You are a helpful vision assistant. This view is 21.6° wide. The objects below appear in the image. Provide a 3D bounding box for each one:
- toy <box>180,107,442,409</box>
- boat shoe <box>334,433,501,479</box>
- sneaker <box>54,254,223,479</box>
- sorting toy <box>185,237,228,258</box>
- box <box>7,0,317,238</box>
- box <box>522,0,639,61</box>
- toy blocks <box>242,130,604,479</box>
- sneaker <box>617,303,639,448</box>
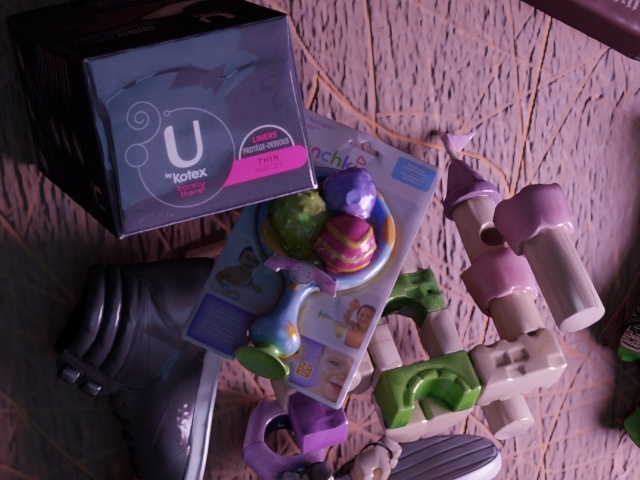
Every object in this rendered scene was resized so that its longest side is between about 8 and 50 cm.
[{"bbox_3d":[0.000,0.000,1.323,0.136,0.056,0.237,25,64,1],"label":"toy"},{"bbox_3d":[0.070,0.256,1.633,0.226,0.083,0.076,-16,122,-6],"label":"boat shoe"},{"bbox_3d":[-0.169,0.145,1.495,0.146,0.104,0.296,7,108,-9],"label":"sneaker"},{"bbox_3d":[-0.079,0.027,1.539,0.083,0.012,0.062,-18,105,-13],"label":"sorting toy"},{"bbox_3d":[-0.133,-0.113,1.337,0.165,0.270,0.143,-15,108,-18],"label":"box"},{"bbox_3d":[0.209,-0.279,1.480,0.381,0.191,0.143,21,95,-24],"label":"box"},{"bbox_3d":[0.054,0.046,1.514,0.288,0.260,0.309,-14,153,-16],"label":"toy blocks"},{"bbox_3d":[0.378,0.067,1.669,0.146,0.134,0.344,-7,107,-20],"label":"sneaker"}]
